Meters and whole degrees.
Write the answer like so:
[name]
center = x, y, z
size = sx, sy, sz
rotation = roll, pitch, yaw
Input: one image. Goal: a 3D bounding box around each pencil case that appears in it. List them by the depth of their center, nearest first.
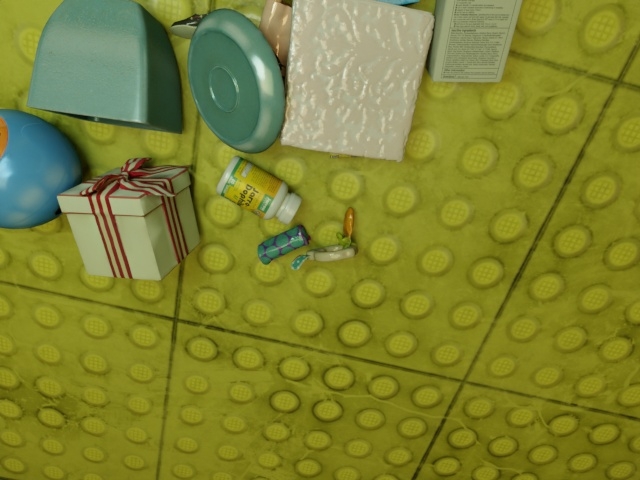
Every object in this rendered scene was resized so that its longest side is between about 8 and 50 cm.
[pencil case]
center = -0.107, 0.013, 1.216
size = 0.152, 0.064, 0.070
rotation = -25, 150, 12

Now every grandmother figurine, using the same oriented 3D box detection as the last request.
[grandmother figurine]
center = -0.121, -0.405, 1.005
size = 0.208, 0.104, 0.342
rotation = 16, 118, -21

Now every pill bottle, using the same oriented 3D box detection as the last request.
[pill bottle]
center = -0.160, -0.127, 1.123
size = 0.208, 0.117, 0.117
rotation = 29, 113, -11

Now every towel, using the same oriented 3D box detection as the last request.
[towel]
center = 0.076, -0.359, 0.955
size = 0.317, 0.053, 0.332
rotation = 4, 112, -13

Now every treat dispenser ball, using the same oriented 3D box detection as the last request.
[treat dispenser ball]
center = -0.749, -0.172, 1.030
size = 0.288, 0.288, 0.288
rotation = 1, 115, 2

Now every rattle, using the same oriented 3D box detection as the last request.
[rattle]
center = 0.000, 0.000, 1.185
size = 0.200, 0.130, 0.142
rotation = -5, 115, 16

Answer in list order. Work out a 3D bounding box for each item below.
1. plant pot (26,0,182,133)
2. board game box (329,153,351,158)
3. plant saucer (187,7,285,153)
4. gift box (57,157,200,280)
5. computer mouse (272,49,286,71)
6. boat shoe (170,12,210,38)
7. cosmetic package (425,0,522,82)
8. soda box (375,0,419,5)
[plant pot]
center = -0.459, -0.393, 0.950
size = 0.247, 0.248, 0.252
rotation = 8, 99, -1
[board game box]
center = 0.112, -0.313, 1.058
size = 0.194, 0.060, 0.194
rotation = -3, 114, 4
[plant saucer]
center = -0.209, -0.348, 0.959
size = 0.317, 0.044, 0.317
rotation = 24, 130, 32
[gift box]
center = -0.457, -0.070, 1.092
size = 0.276, 0.255, 0.258
rotation = -1, 117, 9
[computer mouse]
center = -0.051, -0.387, 0.966
size = 0.242, 0.041, 0.071
rotation = 6, 121, -36
[boat shoe]
center = -0.290, -0.508, 0.993
size = 0.133, 0.049, 0.042
rotation = 0, 82, 11
[cosmetic package]
center = 0.331, -0.507, 0.891
size = 0.160, 0.113, 0.309
rotation = 2, 129, 1
[soda box]
center = 0.109, -0.553, 0.941
size = 0.210, 0.067, 0.071
rotation = -7, 115, 6
